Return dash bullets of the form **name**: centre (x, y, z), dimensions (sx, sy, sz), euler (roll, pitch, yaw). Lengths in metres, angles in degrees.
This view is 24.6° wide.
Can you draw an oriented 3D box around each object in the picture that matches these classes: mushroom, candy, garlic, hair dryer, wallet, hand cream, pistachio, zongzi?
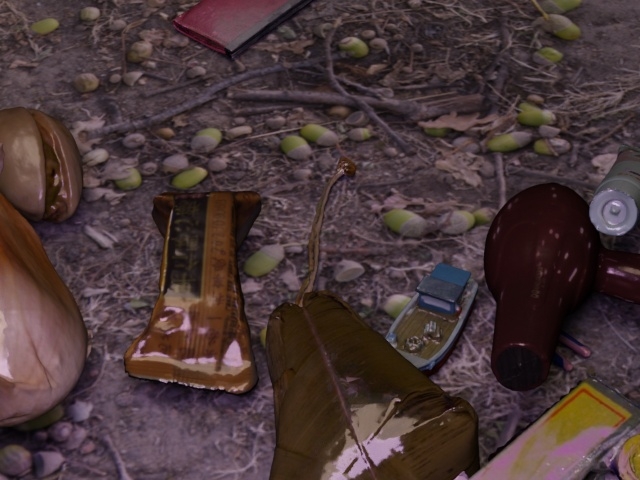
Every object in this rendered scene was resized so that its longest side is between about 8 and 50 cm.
- **mushroom**: centre (-0.004, 0.003, 1.697), dimensions (0.026, 0.028, 0.286), euler (37, 46, -18)
- **candy**: centre (-0.136, 0.054, 1.607), dimensions (0.143, 0.101, 0.271), euler (1, 51, -1)
- **garlic**: centre (-0.388, 0.075, 1.532), dimensions (0.286, 0.249, 0.313), euler (-8, 63, -25)
- **hair dryer**: centre (0.336, 0.066, 1.528), dimensions (0.341, 0.123, 0.312), euler (12, 34, 2)
- **wallet**: centre (-0.085, -0.337, 2.040), dimensions (0.119, 0.025, 0.232), euler (31, 55, 31)
- **hand cream**: centre (0.348, -0.062, 1.622), dimensions (0.085, 0.058, 0.331), euler (11, 15, 17)
- **pistachio**: centre (-0.350, -0.091, 1.763), dimensions (0.124, 0.124, 0.185), euler (-20, 52, -14)
- **zongzi**: centre (-0.030, 0.205, 1.417), dimensions (0.300, 0.145, 0.274), euler (-34, 47, -17)

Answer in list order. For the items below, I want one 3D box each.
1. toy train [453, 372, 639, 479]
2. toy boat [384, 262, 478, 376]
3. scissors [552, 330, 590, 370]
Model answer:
- **toy train**: centre (0.240, 0.245, 1.345), dimensions (0.261, 0.134, 0.177), euler (-35, 51, -26)
- **toy boat**: centre (0.115, 0.089, 1.567), dimensions (0.069, 0.058, 0.173), euler (19, 50, 23)
- **scissors**: centre (0.236, 0.100, 1.576), dimensions (0.039, 0.012, 0.113), euler (-34, 51, -26)
